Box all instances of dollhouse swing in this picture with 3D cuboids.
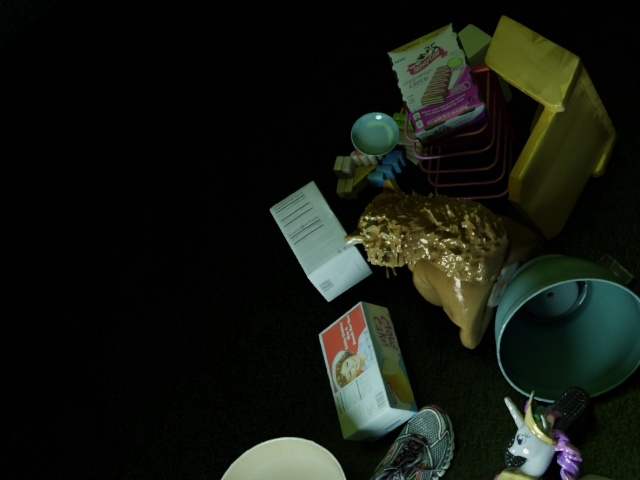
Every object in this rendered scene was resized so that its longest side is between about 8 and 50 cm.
[{"bbox_3d":[0.457,-0.234,1.849,0.305,0.347,0.315,-50,53,5],"label":"dollhouse swing"}]

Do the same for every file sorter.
[{"bbox_3d":[0.327,-0.237,1.938,0.202,0.291,0.182,-4,63,23],"label":"file sorter"}]

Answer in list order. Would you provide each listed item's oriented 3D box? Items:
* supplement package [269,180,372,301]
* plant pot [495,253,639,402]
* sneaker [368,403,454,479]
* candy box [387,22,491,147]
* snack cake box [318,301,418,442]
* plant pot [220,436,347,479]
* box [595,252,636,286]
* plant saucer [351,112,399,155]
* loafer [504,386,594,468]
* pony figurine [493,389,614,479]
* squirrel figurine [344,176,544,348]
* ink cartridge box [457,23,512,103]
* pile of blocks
[{"bbox_3d":[0.000,0.000,2.040,0.133,0.139,0.244,-33,52,3],"label":"supplement package"},{"bbox_3d":[0.479,0.147,1.666,0.293,0.293,0.196,-23,28,11],"label":"plant pot"},{"bbox_3d":[0.174,0.470,1.696,0.120,0.112,0.299,19,70,33],"label":"sneaker"},{"bbox_3d":[0.254,-0.336,1.804,0.159,0.071,0.234,-23,59,14],"label":"candy box"},{"bbox_3d":[0.099,0.286,1.820,0.152,0.089,0.264,-43,46,34],"label":"snack cake box"},{"bbox_3d":[-0.055,0.567,1.684,0.284,0.191,0.284,-10,51,13],"label":"plant pot"},{"bbox_3d":[0.618,0.077,1.781,0.067,0.018,0.083,-39,53,-1],"label":"box"},{"bbox_3d":[0.136,-0.260,2.071,0.119,0.021,0.119,-2,71,6],"label":"plant saucer"},{"bbox_3d":[0.457,0.385,1.636,0.220,0.078,0.080,-46,35,15],"label":"loafer"},{"bbox_3d":[0.417,0.495,1.482,0.351,0.302,0.364,29,98,27],"label":"pony figurine"},{"bbox_3d":[0.229,-0.010,1.780,0.370,0.397,0.281,33,84,29],"label":"squirrel figurine"},{"bbox_3d":[0.364,-0.391,2.055,0.160,0.219,0.092,-39,50,-2],"label":"ink cartridge box"},{"bbox_3d":[0.175,-0.246,2.122,0.362,0.113,0.149,-46,53,-5],"label":"pile of blocks"}]
